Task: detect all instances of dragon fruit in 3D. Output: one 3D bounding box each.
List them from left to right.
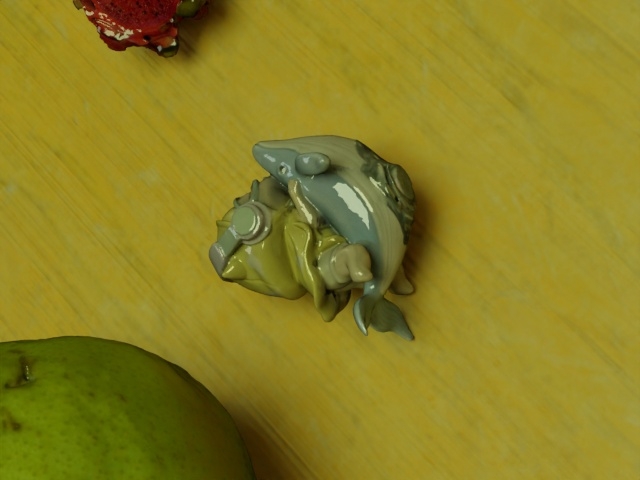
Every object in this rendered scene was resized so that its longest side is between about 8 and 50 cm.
[{"bbox_3d":[-0.156,-0.275,1.608,0.133,0.150,0.208,13,77,1],"label":"dragon fruit"}]

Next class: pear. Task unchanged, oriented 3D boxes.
[{"bbox_3d":[-0.216,0.269,1.378,0.391,0.391,0.391,-7,76,27],"label":"pear"}]

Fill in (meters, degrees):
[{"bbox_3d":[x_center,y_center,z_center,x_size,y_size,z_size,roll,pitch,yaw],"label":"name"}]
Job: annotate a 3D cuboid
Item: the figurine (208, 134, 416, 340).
[{"bbox_3d":[0.000,0.000,1.461,0.183,0.128,0.208,-36,69,19],"label":"figurine"}]
